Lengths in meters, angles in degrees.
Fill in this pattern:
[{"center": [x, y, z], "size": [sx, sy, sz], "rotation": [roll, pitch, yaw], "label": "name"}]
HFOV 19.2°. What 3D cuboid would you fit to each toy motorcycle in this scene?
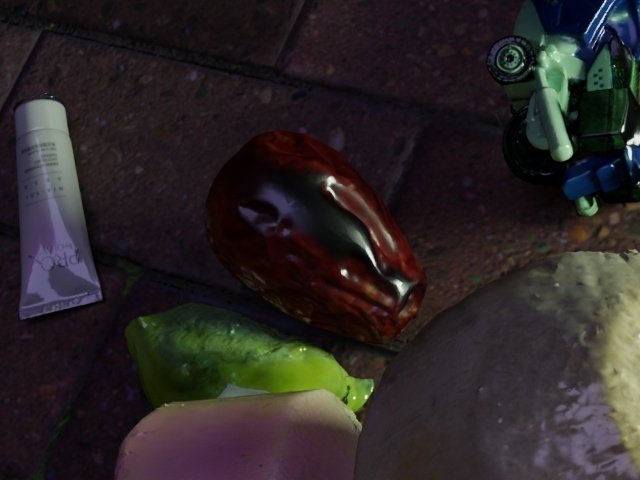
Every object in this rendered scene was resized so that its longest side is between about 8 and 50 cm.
[{"center": [0.269, -0.189, 1.826], "size": [0.196, 0.125, 0.331], "rotation": [-7, 58, 20], "label": "toy motorcycle"}]

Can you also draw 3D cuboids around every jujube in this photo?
[{"center": [0.000, 0.000, 1.820], "size": [0.236, 0.168, 0.168], "rotation": [38, 83, 15], "label": "jujube"}]

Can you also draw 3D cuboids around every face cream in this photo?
[{"center": [-0.289, -0.036, 2.016], "size": [0.092, 0.058, 0.244], "rotation": [-15, 66, 10], "label": "face cream"}]

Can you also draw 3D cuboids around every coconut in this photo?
[{"center": [-0.040, 0.249, 1.664], "size": [0.245, 0.233, 0.233], "rotation": [-2, 64, 22], "label": "coconut"}, {"center": [0.218, 0.205, 1.495], "size": [0.344, 0.415, 0.415], "rotation": [-24, 51, -29], "label": "coconut"}]

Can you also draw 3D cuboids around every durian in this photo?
[{"center": [-0.081, 0.135, 1.810], "size": [0.250, 0.101, 0.139], "rotation": [22, 74, 30], "label": "durian"}]
